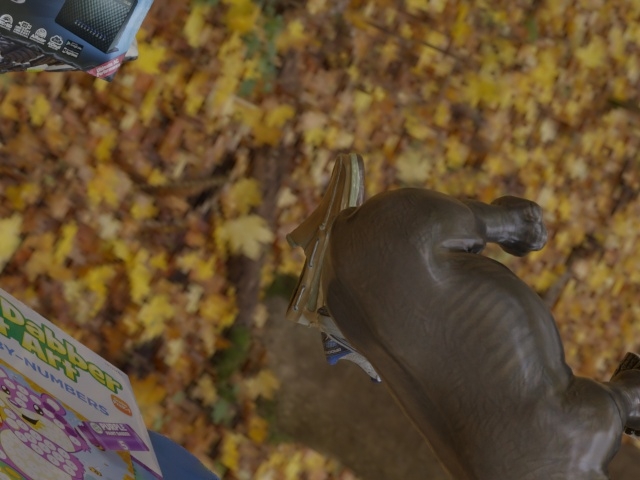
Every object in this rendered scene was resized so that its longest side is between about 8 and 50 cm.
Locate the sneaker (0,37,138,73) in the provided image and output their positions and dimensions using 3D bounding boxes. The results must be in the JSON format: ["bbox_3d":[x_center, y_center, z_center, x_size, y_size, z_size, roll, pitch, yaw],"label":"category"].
[{"bbox_3d":[-0.268,-0.207,1.337,0.275,0.107,0.110,-16,97,-64],"label":"sneaker"}]

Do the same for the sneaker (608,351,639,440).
[{"bbox_3d":[0.310,0.161,1.314,0.073,0.162,0.063,16,115,-32],"label":"sneaker"}]

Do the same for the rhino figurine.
[{"bbox_3d":[0.084,0.074,0.582,0.106,0.243,0.073,-8,148,-52],"label":"rhino figurine"}]

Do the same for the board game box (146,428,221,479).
[{"bbox_3d":[-0.063,0.169,0.824,0.033,0.133,0.169,-33,116,-39],"label":"board game box"}]

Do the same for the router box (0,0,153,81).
[{"bbox_3d":[-0.142,-0.147,0.786,0.122,0.038,0.092,19,102,-48],"label":"router box"}]

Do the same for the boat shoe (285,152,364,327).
[{"bbox_3d":[0.000,0.000,1.537,0.068,0.072,0.190,-83,-177,-80],"label":"boat shoe"}]

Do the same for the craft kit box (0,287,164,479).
[{"bbox_3d":[-0.162,0.075,0.614,0.061,0.247,0.250,-47,122,6],"label":"craft kit box"}]

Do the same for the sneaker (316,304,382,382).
[{"bbox_3d":[0.062,0.087,1.211,0.052,0.135,0.058,-37,132,-59],"label":"sneaker"}]
